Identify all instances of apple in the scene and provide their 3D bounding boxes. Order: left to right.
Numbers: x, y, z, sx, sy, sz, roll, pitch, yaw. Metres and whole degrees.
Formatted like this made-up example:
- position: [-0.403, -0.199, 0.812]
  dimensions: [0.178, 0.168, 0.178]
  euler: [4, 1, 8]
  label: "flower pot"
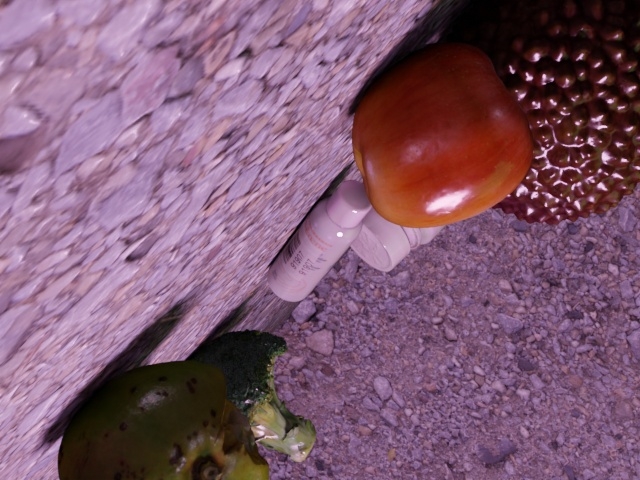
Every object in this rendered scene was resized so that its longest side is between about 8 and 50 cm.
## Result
- position: [0.119, -0.101, 0.997]
  dimensions: [0.199, 0.199, 0.199]
  euler: [-46, 176, -4]
  label: "apple"

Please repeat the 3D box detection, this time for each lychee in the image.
- position: [0.277, -0.170, 1.166]
  dimensions: [0.306, 0.306, 0.330]
  euler: [-47, 147, 3]
  label: "lychee"

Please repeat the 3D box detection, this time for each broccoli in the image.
- position: [-0.121, 0.284, 1.660]
  dimensions: [0.254, 0.269, 0.269]
  euler: [-53, 176, -1]
  label: "broccoli"

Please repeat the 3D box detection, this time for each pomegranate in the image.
- position: [-0.190, 0.246, 1.101]
  dimensions: [0.236, 0.236, 0.302]
  euler: [-46, -157, -15]
  label: "pomegranate"

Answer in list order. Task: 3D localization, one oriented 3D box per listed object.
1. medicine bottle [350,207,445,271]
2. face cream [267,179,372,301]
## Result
- position: [0.179, -0.088, 1.827]
  dimensions: [0.293, 0.170, 0.170]
  euler: [-44, 175, -18]
  label: "medicine bottle"
- position: [0.000, 0.000, 1.463]
  dimensions: [0.082, 0.082, 0.269]
  euler: [-44, 174, -39]
  label: "face cream"
